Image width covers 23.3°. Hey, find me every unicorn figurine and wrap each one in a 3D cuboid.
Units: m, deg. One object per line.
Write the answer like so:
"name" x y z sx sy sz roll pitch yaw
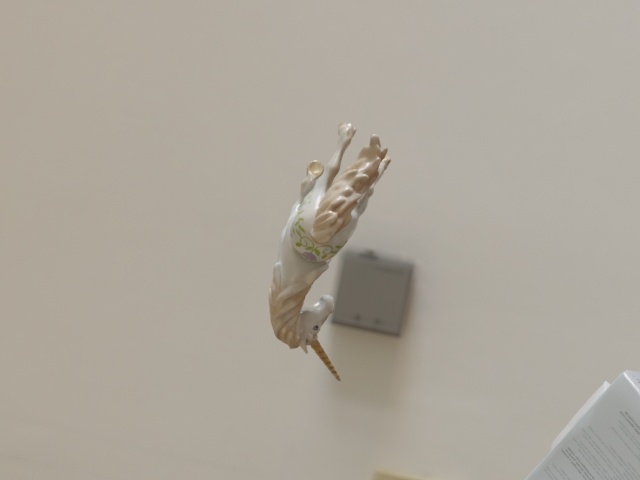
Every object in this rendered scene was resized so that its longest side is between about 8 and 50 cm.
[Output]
"unicorn figurine" 0.000 0.000 0.929 0.162 0.060 0.111 83 -153 -66

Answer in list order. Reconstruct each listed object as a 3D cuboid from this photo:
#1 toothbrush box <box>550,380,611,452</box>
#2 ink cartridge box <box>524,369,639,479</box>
"toothbrush box" 0.411 0.331 1.793 0.126 0.295 0.216 -57 5 32
"ink cartridge box" 0.303 0.282 1.522 0.224 0.045 0.223 -52 54 22
